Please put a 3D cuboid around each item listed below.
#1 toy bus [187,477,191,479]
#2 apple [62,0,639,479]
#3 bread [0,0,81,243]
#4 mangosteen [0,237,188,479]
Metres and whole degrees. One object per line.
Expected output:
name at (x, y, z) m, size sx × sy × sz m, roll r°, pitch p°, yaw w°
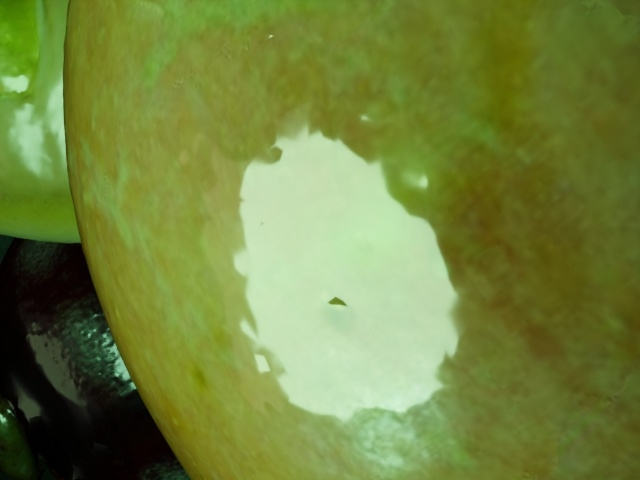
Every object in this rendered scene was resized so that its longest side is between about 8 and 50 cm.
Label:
toy bus at (-0.023, 0.145, 1.195) m, size 0.256 × 0.128 × 0.147 m, roll 134°, pitch 145°, yaw -79°
apple at (0.056, -0.023, 0.441) m, size 0.253 × 0.253 × 0.254 m, roll 163°, pitch 90°, yaw -80°
bread at (-0.072, -0.092, 0.880) m, size 0.333 × 0.333 × 0.160 m, roll -147°, pitch 55°, yaw -74°
mangosteen at (-0.140, 0.095, 1.490) m, size 0.297 × 0.293 × 0.297 m, roll 43°, pitch 151°, yaw 31°
